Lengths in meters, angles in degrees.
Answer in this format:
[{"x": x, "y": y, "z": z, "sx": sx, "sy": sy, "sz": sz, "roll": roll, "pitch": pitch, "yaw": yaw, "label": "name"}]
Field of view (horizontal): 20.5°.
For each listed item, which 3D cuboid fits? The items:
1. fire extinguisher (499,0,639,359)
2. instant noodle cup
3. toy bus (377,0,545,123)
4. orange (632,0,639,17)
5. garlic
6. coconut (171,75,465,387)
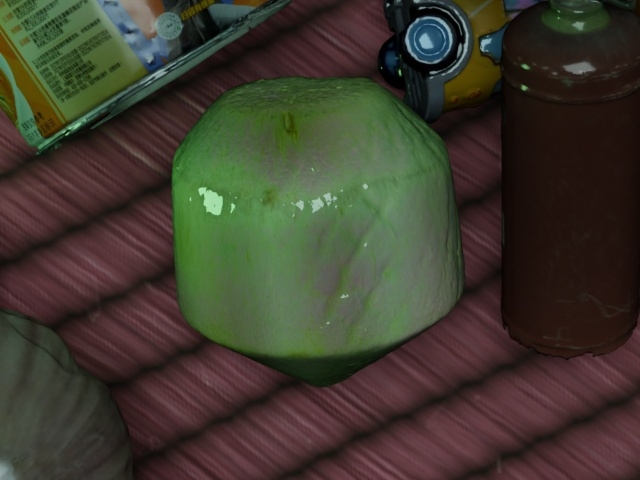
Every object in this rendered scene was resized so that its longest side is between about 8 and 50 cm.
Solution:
[{"x": 0.158, "y": -0.081, "z": 1.251, "sx": 0.147, "sy": 0.106, "sz": 0.337, "roll": 6, "pitch": 124, "yaw": 16, "label": "fire extinguisher"}, {"x": -0.160, "y": -0.210, "z": 1.272, "sx": 0.296, "sy": 0.296, "sz": 0.214, "roll": -32, "pitch": 95, "yaw": 1, "label": "instant noodle cup"}, {"x": 0.106, "y": -0.198, "z": 1.329, "sx": 0.136, "sy": 0.126, "sz": 0.209, "roll": -10, "pitch": 88, "yaw": -7, "label": "toy bus"}, {"x": 0.344, "y": -0.186, "z": 1.258, "sx": 0.264, "sy": 0.264, "sz": 0.264, "roll": 0, "pitch": 89, "yaw": 2, "label": "orange"}, {"x": -0.283, "y": 0.179, "z": 1.257, "sx": 0.317, "sy": 0.259, "sz": 0.317, "roll": -2, "pitch": 95, "yaw": -26, "label": "garlic"}, {"x": 0.000, "y": 0.000, "z": 1.290, "sx": 0.236, "sy": 0.204, "sz": 0.235, "roll": -7, "pitch": 111, "yaw": -18, "label": "coconut"}]
